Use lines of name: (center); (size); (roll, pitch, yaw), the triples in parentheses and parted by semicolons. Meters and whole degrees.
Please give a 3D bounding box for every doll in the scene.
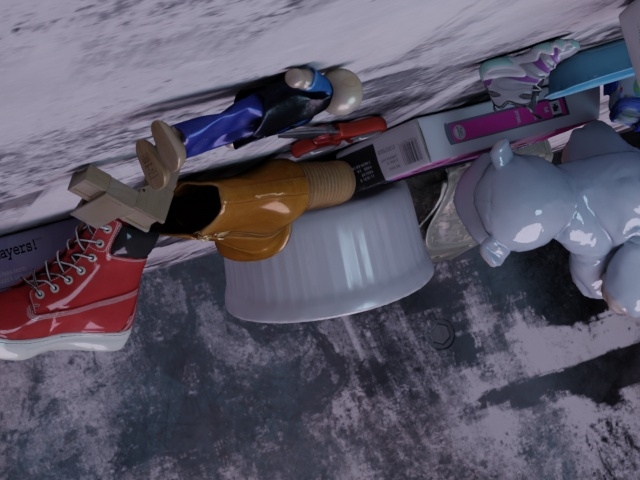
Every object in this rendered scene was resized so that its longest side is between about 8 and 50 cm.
doll: (-0.048, -0.094, 1.306); (0.189, 0.046, 0.129); (-23, 172, -29)

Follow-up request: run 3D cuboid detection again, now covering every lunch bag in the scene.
lunch bag: (0.433, -0.178, 2.063); (0.176, 0.090, 0.219); (5, 179, 4)
lunch bag: (0.176, -0.064, 2.490); (0.235, 0.169, 0.287); (-11, 167, -43)

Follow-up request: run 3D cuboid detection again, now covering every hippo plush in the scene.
hippo plush: (0.287, -0.015, 2.025); (0.237, 0.234, 0.294); (-6, -170, -17)

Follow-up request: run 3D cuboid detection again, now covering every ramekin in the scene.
ramekin: (0.000, 0.000, 2.224); (0.277, 0.135, 0.277); (-10, -166, 3)

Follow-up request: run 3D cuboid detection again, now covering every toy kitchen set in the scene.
toy kitchen set: (-0.181, -0.055, 1.523); (0.083, 0.075, 0.068); (29, 149, -26)

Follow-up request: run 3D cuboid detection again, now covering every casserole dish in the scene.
casserole dish: (0.328, -0.197, 1.863); (0.188, 0.037, 0.114); (-18, 178, -9)

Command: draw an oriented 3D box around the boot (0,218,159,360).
boot: (-0.290, 0.033, 1.834); (0.244, 0.176, 0.088); (-3, -148, -43)

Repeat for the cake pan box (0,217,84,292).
cake pan box: (-0.386, 0.043, 1.996); (0.246, 0.070, 0.267); (-14, 177, -28)

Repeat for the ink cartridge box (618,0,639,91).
ink cartridge box: (0.416, -0.175, 1.350); (0.279, 0.160, 0.384); (-17, 178, -2)

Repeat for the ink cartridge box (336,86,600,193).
ink cartridge box: (0.216, -0.141, 2.158); (0.371, 0.069, 0.176); (-19, 179, -35)

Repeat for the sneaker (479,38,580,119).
sneaker: (0.206, -0.149, 1.626); (0.098, 0.069, 0.038); (-17, 179, 11)

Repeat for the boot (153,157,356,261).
boot: (-0.118, -0.032, 1.985); (0.211, 0.104, 0.295); (-8, 170, -35)

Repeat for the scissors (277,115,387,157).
scissors: (0.013, -0.115, 1.753); (0.109, 0.021, 0.297); (-15, 177, 3)
